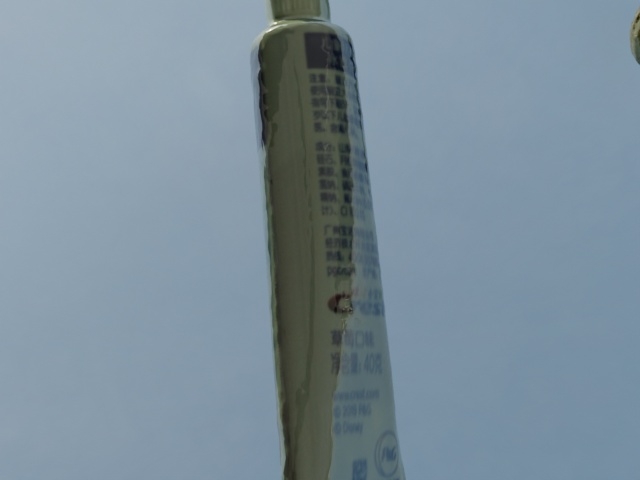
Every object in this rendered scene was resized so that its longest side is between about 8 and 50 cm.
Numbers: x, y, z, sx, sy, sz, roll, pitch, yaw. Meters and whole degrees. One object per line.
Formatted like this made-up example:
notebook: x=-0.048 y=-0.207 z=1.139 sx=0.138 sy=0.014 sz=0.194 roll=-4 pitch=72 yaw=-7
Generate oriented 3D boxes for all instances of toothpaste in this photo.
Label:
toothpaste: x=0.000 y=0.000 z=0.330 sx=0.037 sy=0.062 sz=0.216 roll=-15 pitch=-103 yaw=40

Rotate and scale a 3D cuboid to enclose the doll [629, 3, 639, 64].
doll: x=0.277 y=-0.168 z=0.661 sx=0.137 sy=0.097 sz=0.210 roll=-24 pitch=-63 yaw=10
